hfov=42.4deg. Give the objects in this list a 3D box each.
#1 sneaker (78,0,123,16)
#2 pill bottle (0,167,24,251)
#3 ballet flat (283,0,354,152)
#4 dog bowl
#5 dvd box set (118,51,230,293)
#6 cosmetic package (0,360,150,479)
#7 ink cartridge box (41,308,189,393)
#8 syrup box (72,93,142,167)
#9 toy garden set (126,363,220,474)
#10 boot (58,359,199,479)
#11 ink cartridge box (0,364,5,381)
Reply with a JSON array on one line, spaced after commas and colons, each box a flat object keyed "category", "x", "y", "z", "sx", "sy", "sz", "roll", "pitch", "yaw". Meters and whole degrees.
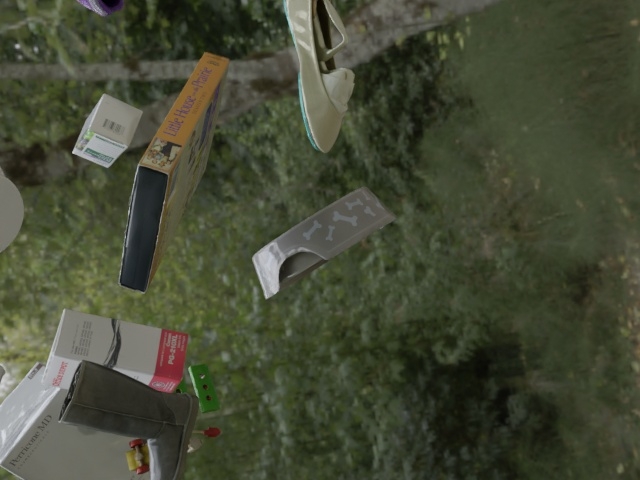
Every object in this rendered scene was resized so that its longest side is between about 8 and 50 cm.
[{"category": "sneaker", "x": -0.273, "y": -0.395, "z": 1.102, "sx": 0.236, "sy": 0.104, "sz": 0.095, "roll": -48, "pitch": 1, "yaw": 40}, {"category": "pill bottle", "x": -0.630, "y": -0.084, "z": 1.334, "sx": 0.334, "sy": 0.188, "sz": 0.188, "roll": 22, "pitch": 133, "yaw": 37}, {"category": "ballet flat", "x": 0.006, "y": -0.252, "z": 1.170, "sx": 0.086, "sy": 0.086, "sz": 0.248, "roll": 125, "pitch": 133, "yaw": -86}, {"category": "dog bowl", "x": 0.000, "y": 0.000, "z": 1.854, "sx": 0.102, "sy": 0.349, "sz": 0.349, "roll": 58, "pitch": 176, "yaw": 1}, {"category": "dvd box set", "x": -0.285, "y": -0.142, "z": 1.630, "sx": 0.420, "sy": 0.062, "sz": 0.307, "roll": -75, "pitch": 4, "yaw": -49}, {"category": "cosmetic package", "x": -0.526, "y": 0.462, "z": 1.813, "sx": 0.156, "sy": 0.217, "sz": 0.385, "roll": 16, "pitch": 156, "yaw": 45}, {"category": "ink cartridge box", "x": -0.389, "y": 0.226, "z": 1.563, "sx": 0.172, "sy": 0.237, "sz": 0.100, "roll": 129, "pitch": 151, "yaw": -53}, {"category": "syrup box", "x": -0.489, "y": -0.245, "z": 1.882, "sx": 0.237, "sy": 0.093, "sz": 0.096, "roll": -17, "pitch": 52, "yaw": 63}, {"category": "toy garden set", "x": -0.332, "y": 0.385, "z": 1.780, "sx": 0.049, "sy": 0.244, "sz": 0.204, "roll": -44, "pitch": 59, "yaw": 45}, {"category": "boot", "x": -0.311, "y": 0.302, "z": 1.310, "sx": 0.076, "sy": 0.208, "sz": 0.189, "roll": -10, "pitch": 66, "yaw": 52}, {"category": "ink cartridge box", "x": -0.523, "y": 0.225, "z": 0.969, "sx": 0.129, "sy": 0.223, "sz": 0.307, "roll": -64, "pitch": 17, "yaw": 8}]
